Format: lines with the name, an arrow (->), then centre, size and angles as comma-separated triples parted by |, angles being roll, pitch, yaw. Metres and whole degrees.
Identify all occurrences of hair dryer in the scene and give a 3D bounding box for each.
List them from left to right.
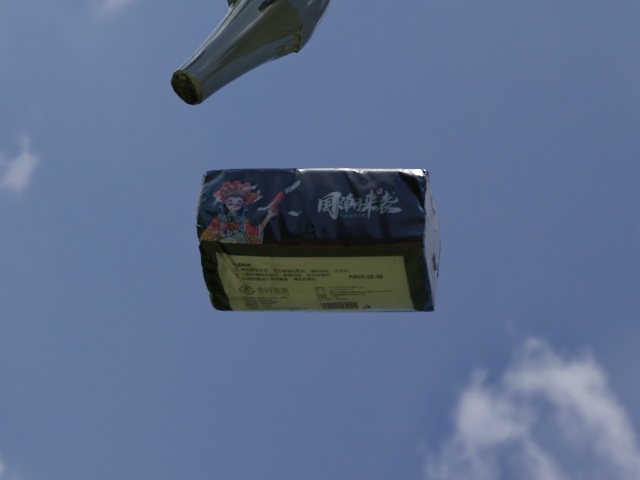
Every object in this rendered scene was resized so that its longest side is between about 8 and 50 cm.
hair dryer -> -0.104, -0.191, 1.408 | 0.199, 0.167, 0.067 | 27, -37, 4

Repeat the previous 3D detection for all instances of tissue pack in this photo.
tissue pack -> -0.001, 0.000, 1.304 | 0.170, 0.090, 0.103 | -1, -33, 9
